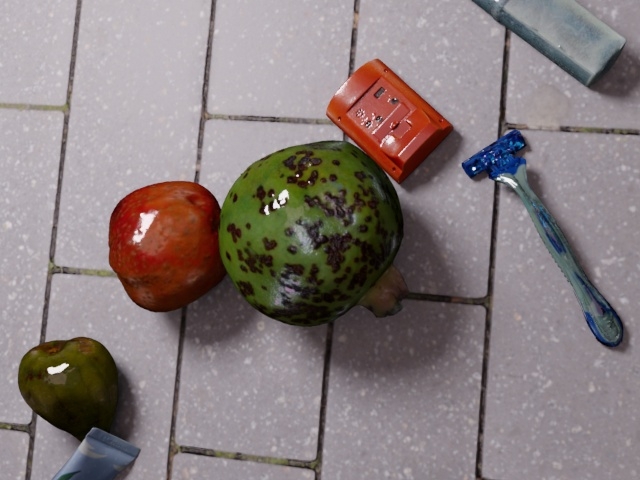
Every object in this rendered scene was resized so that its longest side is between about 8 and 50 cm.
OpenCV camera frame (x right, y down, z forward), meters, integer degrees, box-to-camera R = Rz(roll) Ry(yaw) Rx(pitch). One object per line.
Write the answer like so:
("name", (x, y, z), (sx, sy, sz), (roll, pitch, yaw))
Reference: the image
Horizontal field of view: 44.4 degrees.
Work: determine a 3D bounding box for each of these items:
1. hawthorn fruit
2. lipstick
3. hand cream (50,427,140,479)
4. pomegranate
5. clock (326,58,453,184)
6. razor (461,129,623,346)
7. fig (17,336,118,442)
("hawthorn fruit", (-0.193, 0.001, 1.096), (0.201, 0.179, 0.179), (-19, 82, -7))
("lipstick", (0.284, -0.326, 1.083), (0.290, 0.077, 0.076), (42, 92, 9))
("hand cream", (-0.385, 0.385, 1.142), (0.271, 0.091, 0.058), (-47, 35, 4))
("pomegranate", (0.000, 0.000, 1.027), (0.270, 0.254, 0.254), (44, 93, -3))
("clock", (0.094, -0.174, 1.113), (0.155, 0.061, 0.113), (44, 94, 13))
("razor", (0.315, 0.003, 1.062), (0.093, 0.056, 0.324), (-31, 81, 4))
("fig", (-0.357, 0.223, 1.144), (0.133, 0.184, 0.126), (-22, 44, -17))
